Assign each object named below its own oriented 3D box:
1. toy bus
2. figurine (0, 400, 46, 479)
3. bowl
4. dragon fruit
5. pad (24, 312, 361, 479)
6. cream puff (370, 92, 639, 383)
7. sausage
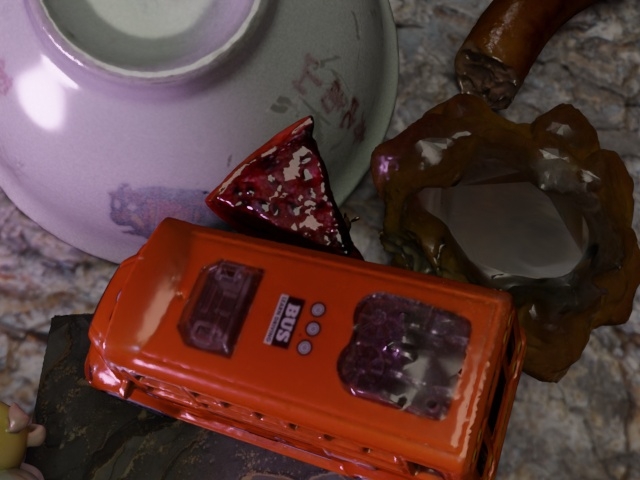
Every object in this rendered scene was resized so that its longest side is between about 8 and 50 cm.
[{"bbox_3d":[-0.033,0.073,0.512,0.329,0.153,0.143,12,69,23],"label":"toy bus"},{"bbox_3d":[-0.261,0.202,0.543,0.236,0.127,0.155,12,64,11],"label":"figurine"},{"bbox_3d":[-0.131,-0.191,0.610,0.435,0.196,0.434,0,85,-4],"label":"bowl"},{"bbox_3d":[0.006,-0.018,0.588,0.122,0.192,0.092,18,73,27],"label":"dragon fruit"},{"bbox_3d":[-0.075,0.164,0.571,0.368,0.007,0.247,-5,65,14],"label":"pad"},{"bbox_3d":[0.172,-0.007,0.643,0.241,0.155,0.269,-6,75,-2],"label":"cream puff"},{"bbox_3d":[0.257,-0.257,0.765,0.302,0.076,0.103,-40,88,-13],"label":"sausage"}]
